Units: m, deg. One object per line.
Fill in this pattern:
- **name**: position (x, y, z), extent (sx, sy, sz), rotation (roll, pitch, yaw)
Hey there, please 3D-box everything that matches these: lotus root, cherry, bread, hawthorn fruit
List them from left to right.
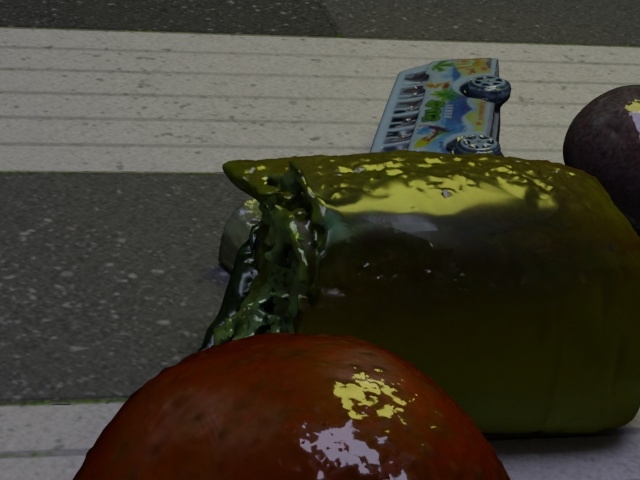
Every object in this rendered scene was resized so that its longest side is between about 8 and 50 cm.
- **hawthorn fruit**: position (-0.026, 0.184, 0.863), extent (0.275, 0.275, 0.299), rotation (-9, 18, -28)
- **lotus root**: position (0.001, -0.004, 1.406), extent (0.144, 0.070, 0.143), rotation (25, 33, 27)
- **bread**: position (0.095, 0.038, 1.233), extent (0.376, 0.208, 0.251), rotation (3, 33, -16)
- **cherry**: position (0.339, -0.083, 1.565), extent (0.176, 0.140, 0.176), rotation (18, 32, -12)

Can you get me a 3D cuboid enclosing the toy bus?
- **toy bus**: position (0.126, -0.090, 1.566), extent (0.136, 0.109, 0.330), rotation (2, 27, 10)
